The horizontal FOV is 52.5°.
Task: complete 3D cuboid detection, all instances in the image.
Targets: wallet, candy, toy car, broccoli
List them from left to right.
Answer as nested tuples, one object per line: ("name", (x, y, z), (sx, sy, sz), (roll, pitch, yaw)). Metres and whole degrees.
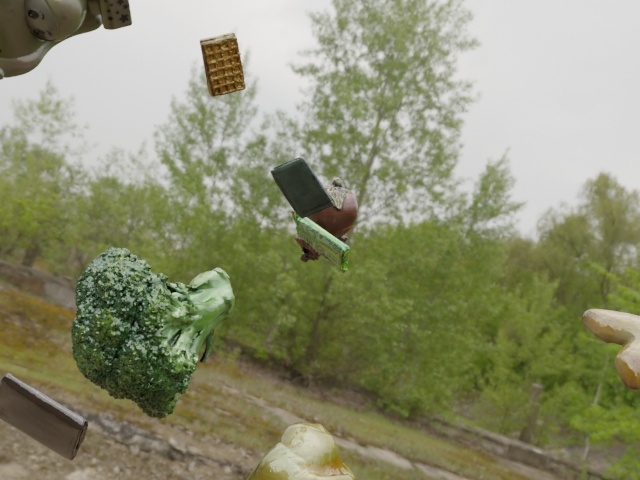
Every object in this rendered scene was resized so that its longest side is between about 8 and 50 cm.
("wallet", (-0.663, 0.418, 1.535), (0.229, 0.049, 0.182), (31, -51, -1))
("toy car", (-0.608, -0.509, 1.408), (0.226, 0.336, 0.242), (29, -37, 17))
("broccoli", (-0.242, 0.120, 0.945), (0.241, 0.261, 0.269), (-14, -22, -32))
("wallet", (-0.039, -0.111, 1.361), (0.088, 0.026, 0.129), (-22, -64, 25))
("candy", (0.001, -0.001, 1.571), (0.178, 0.032, 0.102), (36, -25, 19))

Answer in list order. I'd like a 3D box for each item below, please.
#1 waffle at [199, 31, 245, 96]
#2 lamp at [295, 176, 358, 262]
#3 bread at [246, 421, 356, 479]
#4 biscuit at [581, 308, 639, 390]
("waffle", (-0.253, -0.455, 1.679), (0.042, 0.102, 0.148), (43, -33, 48))
("lamp", (0.026, -0.062, 1.814), (0.151, 0.223, 0.215), (-7, 2, 34))
("bread", (-0.044, 0.566, 1.378), (0.210, 0.341, 0.300), (22, -19, 20))
("biscuit", (0.565, 0.159, 1.077), (0.208, 0.164, 0.047), (-11, -43, -8))
